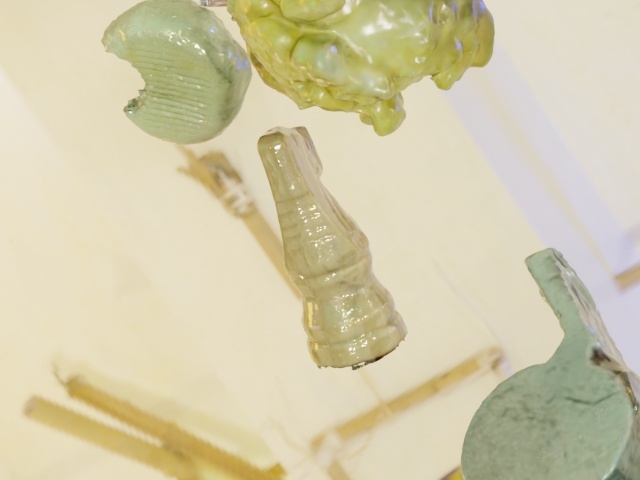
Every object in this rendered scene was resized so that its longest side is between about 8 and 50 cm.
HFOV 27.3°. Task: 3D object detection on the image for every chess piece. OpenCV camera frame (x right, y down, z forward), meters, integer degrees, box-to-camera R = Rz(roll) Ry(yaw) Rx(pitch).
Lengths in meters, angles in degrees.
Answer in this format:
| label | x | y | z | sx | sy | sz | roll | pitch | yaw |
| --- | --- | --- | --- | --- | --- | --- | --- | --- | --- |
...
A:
| label | x | y | z | sx | sy | sz | roll | pitch | yaw |
| --- | --- | --- | --- | --- | --- | --- | --- | --- | --- |
| chess piece | 0.000 | 0.000 | 1.592 | 0.137 | 0.300 | 0.137 | -19 | -165 | 5 |

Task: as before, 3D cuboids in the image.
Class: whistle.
| label | x | y | z | sx | sy | sz | roll | pitch | yaw |
| --- | --- | --- | --- | --- | --- | --- | --- | --- | --- |
| whistle | 0.279 | 0.177 | 1.352 | 0.188 | 0.168 | 0.404 | -12 | -135 | 37 |

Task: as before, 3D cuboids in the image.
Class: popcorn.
| label | x | y | z | sx | sy | sz | roll | pitch | yaw |
| --- | --- | --- | --- | --- | --- | --- | --- | --- | --- |
| popcorn | 0.034 | -0.239 | 1.335 | 0.237 | 0.293 | 0.293 | -21 | -167 | 33 |

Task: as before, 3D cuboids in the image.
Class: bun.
| label | x | y | z | sx | sy | sz | roll | pitch | yaw |
| --- | --- | --- | --- | --- | --- | --- | --- | --- | --- |
| bun | -0.188 | -0.235 | 1.751 | 0.126 | 0.204 | 0.212 | -63 | -179 | -43 |

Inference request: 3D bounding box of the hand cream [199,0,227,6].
| label | x | y | z | sx | sy | sz | roll | pitch | yaw |
| --- | --- | --- | --- | --- | --- | --- | --- | --- | --- |
| hand cream | -0.044 | -0.310 | 1.610 | 0.210 | 0.067 | 0.043 | 2 | -169 | -18 |
